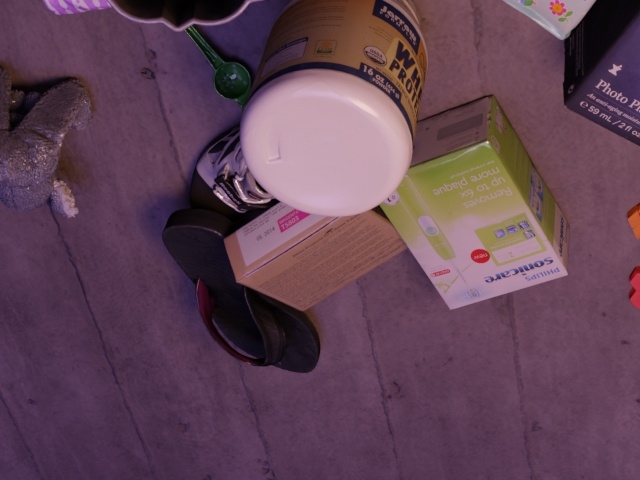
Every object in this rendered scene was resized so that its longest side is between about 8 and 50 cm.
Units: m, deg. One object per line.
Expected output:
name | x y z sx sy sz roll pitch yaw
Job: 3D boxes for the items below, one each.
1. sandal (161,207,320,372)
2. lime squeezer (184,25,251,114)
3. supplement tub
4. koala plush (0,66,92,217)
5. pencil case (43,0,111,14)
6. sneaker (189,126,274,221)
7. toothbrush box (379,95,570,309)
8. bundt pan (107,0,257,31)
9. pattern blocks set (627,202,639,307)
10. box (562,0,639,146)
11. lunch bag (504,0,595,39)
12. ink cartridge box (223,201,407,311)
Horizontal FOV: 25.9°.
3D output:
sandal | -0.142 0.117 2.322 0.167 0.107 0.446 -3 143 28
lime squeezer | -0.109 -0.220 2.045 0.310 0.059 0.110 50 163 14
supplement tub | 0.026 -0.210 1.895 0.228 0.316 0.228 6 132 7
koala plush | -0.469 -0.124 2.178 0.196 0.203 0.221 12 144 2
pencil case | -0.298 -0.375 1.971 0.206 0.086 0.088 -10 157 18
sneaker | -0.111 -0.104 2.138 0.122 0.146 0.330 30 131 -17
toothbrush box | 0.230 -0.052 2.126 0.206 0.122 0.283 -18 126 26
bundt pan | -0.182 -0.449 1.816 0.331 0.124 0.331 -1 113 -1
pattern blocks set | 0.617 -0.007 2.148 0.285 0.026 0.325 3 131 9
box | 0.523 -0.259 1.844 0.296 0.183 0.294 25 130 -11
lunch bag | 0.271 -0.423 1.769 0.262 0.160 0.223 33 133 -3
ink cartridge box | 0.000 0.000 2.164 0.234 0.088 0.193 -31 148 19
